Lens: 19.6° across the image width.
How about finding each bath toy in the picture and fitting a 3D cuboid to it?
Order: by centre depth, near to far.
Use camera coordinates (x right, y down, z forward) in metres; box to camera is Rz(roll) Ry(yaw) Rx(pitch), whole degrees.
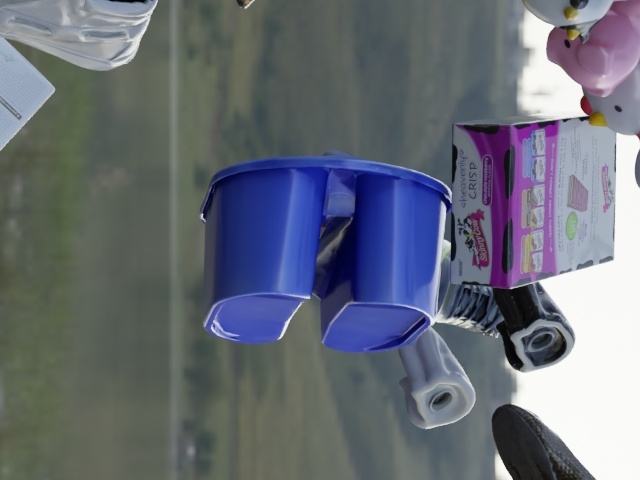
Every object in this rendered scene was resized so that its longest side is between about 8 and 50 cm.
[{"bbox_3d":[0.272,-0.201,1.721,0.348,0.151,0.129,61,18,-59],"label":"bath toy"}]

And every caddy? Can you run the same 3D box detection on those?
[{"bbox_3d":[0.000,0.000,1.865,0.341,0.241,0.179,125,-30,-74],"label":"caddy"}]

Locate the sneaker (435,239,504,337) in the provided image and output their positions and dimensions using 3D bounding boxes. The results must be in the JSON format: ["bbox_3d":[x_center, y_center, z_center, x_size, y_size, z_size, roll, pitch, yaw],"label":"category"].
[{"bbox_3d":[0.194,0.069,2.406,0.111,0.121,0.300,-64,164,12],"label":"sneaker"}]

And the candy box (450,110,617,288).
[{"bbox_3d":[0.215,-0.045,1.840,0.233,0.071,0.159,-10,102,-55],"label":"candy box"}]

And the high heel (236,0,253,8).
[{"bbox_3d":[-0.080,-0.410,2.127,0.186,0.093,0.261,40,61,-80],"label":"high heel"}]

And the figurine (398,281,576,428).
[{"bbox_3d":[0.164,0.084,2.145,0.092,0.215,0.209,47,16,-43],"label":"figurine"}]

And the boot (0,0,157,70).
[{"bbox_3d":[-0.281,-0.245,1.730,0.123,0.258,0.095,130,-31,-55],"label":"boot"}]

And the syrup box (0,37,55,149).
[{"bbox_3d":[-0.403,-0.121,2.060,0.093,0.096,0.237,-38,-168,38],"label":"syrup box"}]

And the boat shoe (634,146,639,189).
[{"bbox_3d":[0.445,-0.167,2.009,0.119,0.121,0.335,-118,-144,-55],"label":"boat shoe"}]

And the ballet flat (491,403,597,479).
[{"bbox_3d":[0.276,0.270,1.993,0.250,0.058,0.084,48,-38,29],"label":"ballet flat"}]
